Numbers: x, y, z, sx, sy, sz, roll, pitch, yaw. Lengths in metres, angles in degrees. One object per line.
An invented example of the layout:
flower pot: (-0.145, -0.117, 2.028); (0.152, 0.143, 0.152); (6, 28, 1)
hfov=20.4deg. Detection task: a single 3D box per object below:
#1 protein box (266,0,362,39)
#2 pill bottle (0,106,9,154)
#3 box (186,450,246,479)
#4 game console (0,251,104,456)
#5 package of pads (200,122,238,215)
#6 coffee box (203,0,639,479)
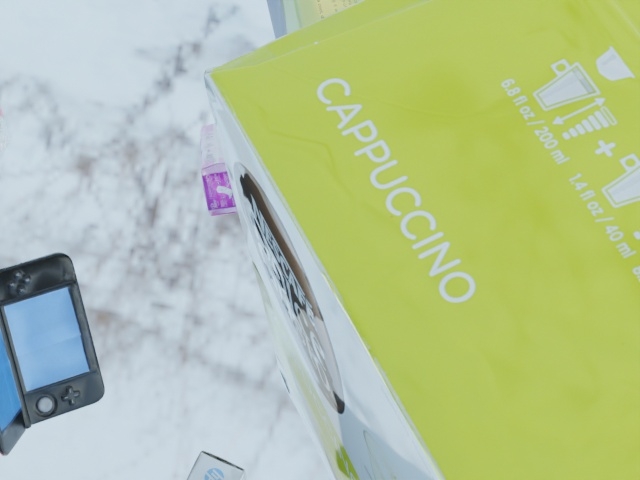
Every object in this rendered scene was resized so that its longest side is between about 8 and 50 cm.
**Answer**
protein box: (0.058, -0.248, 1.638); (0.201, 0.199, 0.136); (-13, 178, -11)
pill bottle: (-0.429, -0.215, 1.719); (0.176, 0.318, 0.176); (-18, 172, -3)
box: (-0.105, 0.251, 1.248); (0.038, 0.186, 0.145); (22, 162, 6)
game console: (-0.248, 0.096, 1.540); (0.124, 0.144, 0.085); (-18, -166, -23)
package of pads: (-0.085, -0.062, 1.512); (0.032, 0.083, 0.050); (-8, 120, 1)
coffee box: (0.174, 0.056, 0.919); (0.338, 0.337, 0.334); (-24, 148, -9)
